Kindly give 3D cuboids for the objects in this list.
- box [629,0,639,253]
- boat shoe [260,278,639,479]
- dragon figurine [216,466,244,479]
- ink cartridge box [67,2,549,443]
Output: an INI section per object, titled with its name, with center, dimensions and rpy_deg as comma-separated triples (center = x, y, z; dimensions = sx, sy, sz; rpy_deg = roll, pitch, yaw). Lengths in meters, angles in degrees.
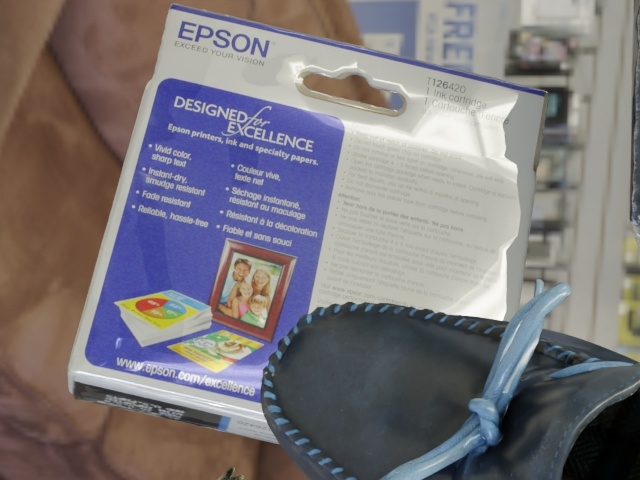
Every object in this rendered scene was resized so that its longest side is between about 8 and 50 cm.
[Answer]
[box]
center = 0.498, -0.096, 1.099
dimensions = 0.480, 0.472, 0.297
rpy_deg = 37, 56, -69
[boat shoe]
center = 0.087, 0.064, 0.424
dimensions = 0.089, 0.258, 0.109
rpy_deg = 46, 62, -55
[dragon figurine]
center = -0.098, 0.287, 1.285
dimensions = 0.289, 0.144, 0.085
rpy_deg = -22, 106, -21
[ink cartridge box]
center = 0.000, 0.000, 1.028
dimensions = 0.072, 0.304, 0.307
rpy_deg = 109, -6, -63
